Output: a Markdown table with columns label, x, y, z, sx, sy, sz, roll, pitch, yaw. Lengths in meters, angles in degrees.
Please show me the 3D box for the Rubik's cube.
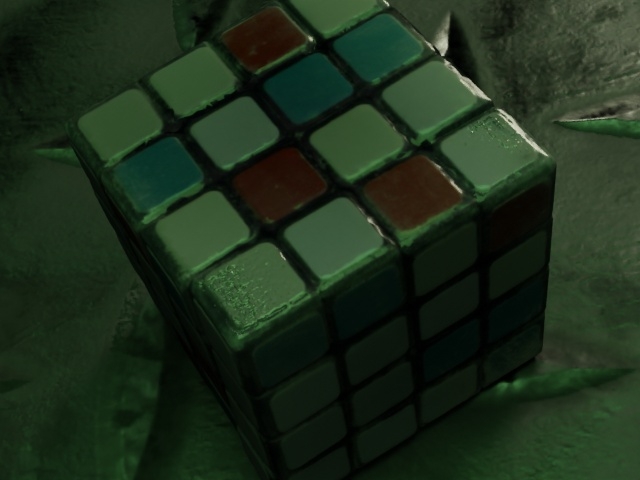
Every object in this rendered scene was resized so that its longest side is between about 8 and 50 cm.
| label | x | y | z | sx | sy | sz | roll | pitch | yaw |
| --- | --- | --- | --- | --- | --- | --- | --- | --- | --- |
| Rubik's cube | 0.001 | -0.001 | 0.935 | 0.256 | 0.259 | 0.253 | -31 | 55 | -12 |
